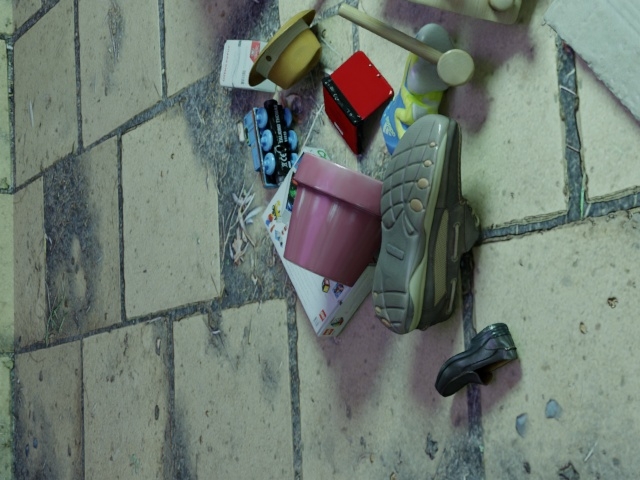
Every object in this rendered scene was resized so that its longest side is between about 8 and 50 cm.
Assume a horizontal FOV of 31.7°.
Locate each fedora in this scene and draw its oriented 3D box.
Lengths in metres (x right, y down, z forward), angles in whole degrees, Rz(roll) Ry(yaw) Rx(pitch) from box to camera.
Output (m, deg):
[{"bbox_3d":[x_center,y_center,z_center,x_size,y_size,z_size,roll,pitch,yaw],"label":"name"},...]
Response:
[{"bbox_3d":[-0.054,-0.348,2.142,0.079,0.194,0.194,42,129,4],"label":"fedora"}]

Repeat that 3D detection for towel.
[{"bbox_3d":[0.425,-0.295,1.516,0.187,0.049,0.282,-60,44,34],"label":"towel"}]

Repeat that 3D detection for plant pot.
[{"bbox_3d":[0.030,-0.029,1.885,0.201,0.201,0.180,27,94,53],"label":"plant pot"}]

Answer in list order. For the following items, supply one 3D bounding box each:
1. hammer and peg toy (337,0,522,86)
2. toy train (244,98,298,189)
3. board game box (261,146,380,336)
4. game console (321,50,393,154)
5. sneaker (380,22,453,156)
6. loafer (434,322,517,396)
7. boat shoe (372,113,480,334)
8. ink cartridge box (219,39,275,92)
[{"bbox_3d":[0.181,-0.421,1.689,0.127,0.266,0.361,-76,1,-77],"label":"hammer and peg toy"},{"bbox_3d":[-0.095,-0.184,2.221,0.105,0.080,0.184,-36,60,58],"label":"toy train"},{"bbox_3d":[0.000,0.000,2.082,0.193,0.053,0.305,-56,45,35],"label":"board game box"},{"bbox_3d":[0.069,-0.249,2.045,0.124,0.085,0.144,84,161,-47],"label":"game console"},{"bbox_3d":[0.147,-0.238,1.866,0.126,0.091,0.240,16,101,55],"label":"sneaker"},{"bbox_3d":[0.236,0.197,1.725,0.170,0.062,0.061,-53,51,39],"label":"loafer"},{"bbox_3d":[0.174,-0.026,1.777,0.132,0.130,0.355,37,122,54],"label":"boat shoe"},{"bbox_3d":[-0.145,-0.359,2.321,0.135,0.056,0.099,17,100,54],"label":"ink cartridge box"}]
